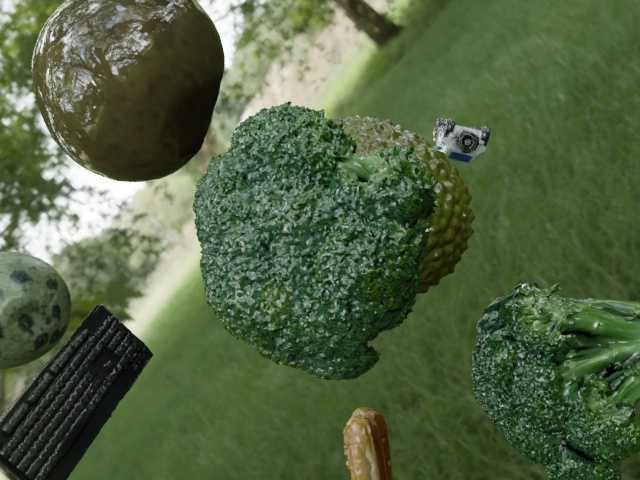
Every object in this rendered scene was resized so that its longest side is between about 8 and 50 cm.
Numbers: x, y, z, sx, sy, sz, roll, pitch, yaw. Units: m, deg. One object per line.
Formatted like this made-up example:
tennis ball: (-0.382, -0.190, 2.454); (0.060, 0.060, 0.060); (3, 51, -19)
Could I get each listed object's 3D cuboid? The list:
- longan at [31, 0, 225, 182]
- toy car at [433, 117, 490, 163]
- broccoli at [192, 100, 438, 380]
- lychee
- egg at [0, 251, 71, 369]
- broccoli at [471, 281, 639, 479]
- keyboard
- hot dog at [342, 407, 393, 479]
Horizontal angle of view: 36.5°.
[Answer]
longan: (-0.230, -0.189, 1.173); (0.215, 0.246, 0.246); (-51, 6, -40)
toy car: (0.248, -0.176, 1.725); (0.170, 0.080, 0.070); (-102, 26, -82)
broccoli: (0.000, 0.000, 0.916); (0.262, 0.269, 0.241); (13, 42, 40)
lychee: (0.051, -0.042, 1.354); (0.270, 0.320, 0.269); (-165, 90, -89)
egg: (-0.383, 0.085, 1.155); (0.141, 0.141, 0.182); (-45, -15, 34)
broccoli: (0.318, 0.169, 1.237); (0.245, 0.265, 0.294); (-16, 46, 16)
keyboard: (-0.208, 0.131, 0.827); (0.015, 0.074, 0.196); (-43, 10, 35)
hot dog: (0.055, 0.267, 1.063); (0.045, 0.165, 0.071); (-4, 8, 11)
